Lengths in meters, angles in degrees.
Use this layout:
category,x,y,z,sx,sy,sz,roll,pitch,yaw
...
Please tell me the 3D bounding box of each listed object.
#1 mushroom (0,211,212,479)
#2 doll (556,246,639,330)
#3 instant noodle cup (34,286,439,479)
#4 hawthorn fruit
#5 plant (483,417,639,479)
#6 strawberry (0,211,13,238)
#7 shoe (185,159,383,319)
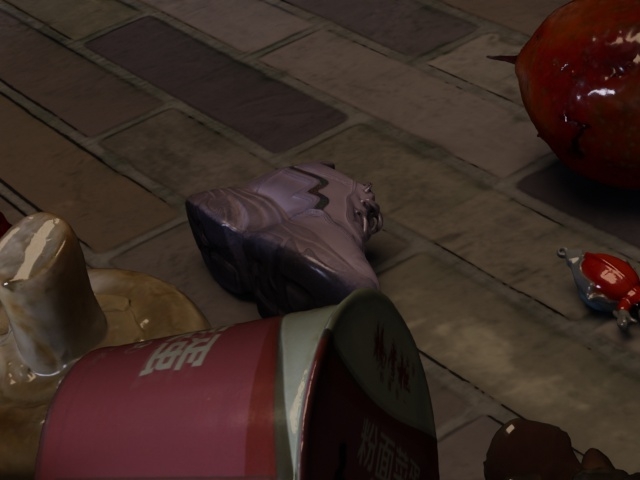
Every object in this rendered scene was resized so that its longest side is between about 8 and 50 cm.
category,x,y,z,sx,sy,sz,roll,pitch,yaw
mushroom,-0.174,0.076,1.149,0.207,0.215,0.207,-7,40,6
doll,0.219,0.034,1.257,0.057,0.039,0.114,-49,50,-7
instant noodle cup,-0.046,0.147,0.983,0.178,0.235,0.235,-3,32,20
hawthorn fruit,0.242,-0.129,1.394,0.235,0.181,0.181,7,36,35
plant,0.141,0.199,0.885,0.204,0.178,0.234,-27,40,-22
strawberry,-0.371,0.046,1.254,0.257,0.257,0.277,10,62,31
shoe,0.000,0.000,1.329,0.137,0.095,0.245,-27,28,-19
